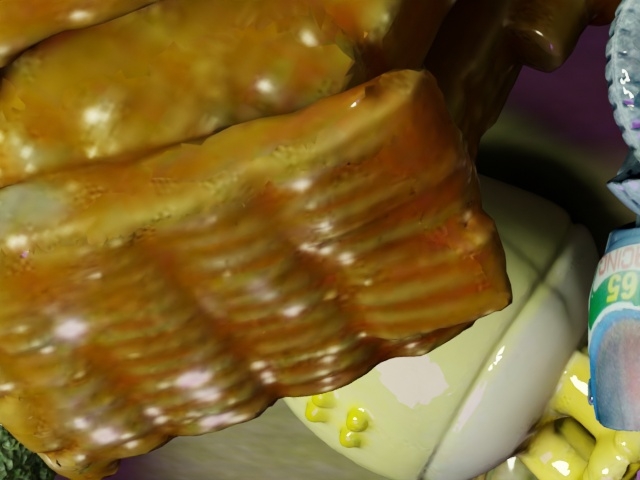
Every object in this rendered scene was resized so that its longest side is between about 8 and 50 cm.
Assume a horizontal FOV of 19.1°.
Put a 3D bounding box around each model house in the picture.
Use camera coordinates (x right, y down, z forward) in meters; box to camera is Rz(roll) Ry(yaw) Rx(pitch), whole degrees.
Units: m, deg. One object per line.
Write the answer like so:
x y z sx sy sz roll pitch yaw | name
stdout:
-0.043 -0.068 0.502 0.219 0.229 0.199 20 158 16 | model house

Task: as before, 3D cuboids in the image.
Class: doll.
-0.006 0.009 0.715 0.296 0.117 0.141 26 151 6 | doll

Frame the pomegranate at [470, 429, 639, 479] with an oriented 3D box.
0.110 0.215 0.861 0.285 0.285 0.341 9 117 35 | pomegranate

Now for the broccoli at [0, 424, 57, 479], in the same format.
-0.295 0.075 1.051 0.361 0.252 0.221 45 158 28 | broccoli

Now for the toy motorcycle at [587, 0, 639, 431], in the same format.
0.155 0.036 0.585 0.254 0.135 0.092 44 150 -27 | toy motorcycle
